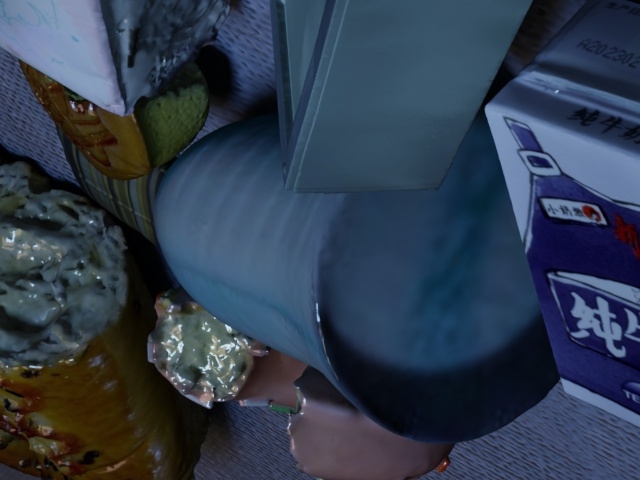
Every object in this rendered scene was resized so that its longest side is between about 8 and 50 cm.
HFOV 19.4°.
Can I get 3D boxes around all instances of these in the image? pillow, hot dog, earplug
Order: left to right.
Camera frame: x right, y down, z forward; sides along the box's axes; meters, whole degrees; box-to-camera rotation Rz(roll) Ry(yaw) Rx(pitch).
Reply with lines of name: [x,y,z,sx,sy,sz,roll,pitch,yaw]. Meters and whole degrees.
hot dog: [-0.267,0.104,1.700,0.367,0.196,0.365,29,157,35]
pillow: [-0.124,-0.028,1.426,0.203,0.038,0.113,31,154,27]
earplug: [0.000,0.000,1.139,0.185,0.185,0.324,54,161,-24]

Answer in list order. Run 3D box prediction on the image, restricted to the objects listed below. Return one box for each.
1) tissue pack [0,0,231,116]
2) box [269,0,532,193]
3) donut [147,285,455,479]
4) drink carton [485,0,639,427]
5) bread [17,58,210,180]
tissue pack: [-0.190,-0.219,1.102,0.271,0.124,0.201,34,156,22]
box: [0.031,-0.127,0.873,0.086,0.129,0.225,-1,157,-9]
donut: [0.003,0.097,1.265,0.199,0.085,0.233,6,-166,-39]
drink carton: [0.180,-0.001,0.919,0.134,0.102,0.222,26,150,39]
bread: [-0.142,-0.103,1.244,0.156,0.086,0.125,46,157,23]
